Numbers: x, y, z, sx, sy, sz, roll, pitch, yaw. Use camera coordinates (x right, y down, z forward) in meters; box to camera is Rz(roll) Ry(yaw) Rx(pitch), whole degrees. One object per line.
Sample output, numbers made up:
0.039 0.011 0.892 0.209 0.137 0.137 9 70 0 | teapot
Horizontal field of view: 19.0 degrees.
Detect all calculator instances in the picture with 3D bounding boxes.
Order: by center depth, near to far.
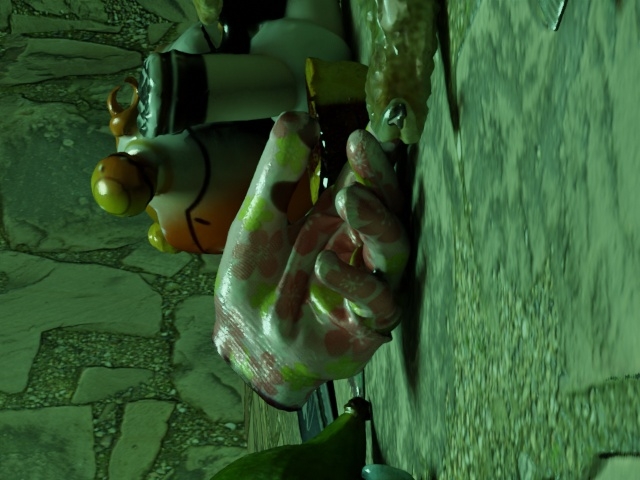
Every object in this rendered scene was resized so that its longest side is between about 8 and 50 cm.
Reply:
0.000 0.204 2.058 0.166 0.028 0.274 100 163 -56 | calculator

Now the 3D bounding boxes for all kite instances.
0.030 0.108 1.781 0.139 0.011 0.157 118 147 -75 | kite

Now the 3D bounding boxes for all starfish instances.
-0.030 -0.275 1.281 0.324 0.082 0.432 0 95 56 | starfish

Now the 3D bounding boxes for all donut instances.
0.017 -0.076 1.507 0.140 0.059 0.140 175 90 -84 | donut

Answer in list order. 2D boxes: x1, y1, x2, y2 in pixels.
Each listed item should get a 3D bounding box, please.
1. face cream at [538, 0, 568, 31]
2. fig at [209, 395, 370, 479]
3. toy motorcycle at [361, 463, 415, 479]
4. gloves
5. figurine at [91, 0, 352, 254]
0.067 -0.255 0.857 0.137 0.084 0.341 105 155 -44 | face cream
-0.001 0.249 1.660 0.235 0.203 0.203 -50 -25 -36 | fig
0.024 0.286 1.403 0.206 0.154 0.260 -65 -13 -52 | toy motorcycle
0.009 0.004 1.409 0.241 0.126 0.145 -54 39 21 | gloves
-0.076 -0.109 1.729 0.320 0.196 0.323 -49 -8 -28 | figurine
